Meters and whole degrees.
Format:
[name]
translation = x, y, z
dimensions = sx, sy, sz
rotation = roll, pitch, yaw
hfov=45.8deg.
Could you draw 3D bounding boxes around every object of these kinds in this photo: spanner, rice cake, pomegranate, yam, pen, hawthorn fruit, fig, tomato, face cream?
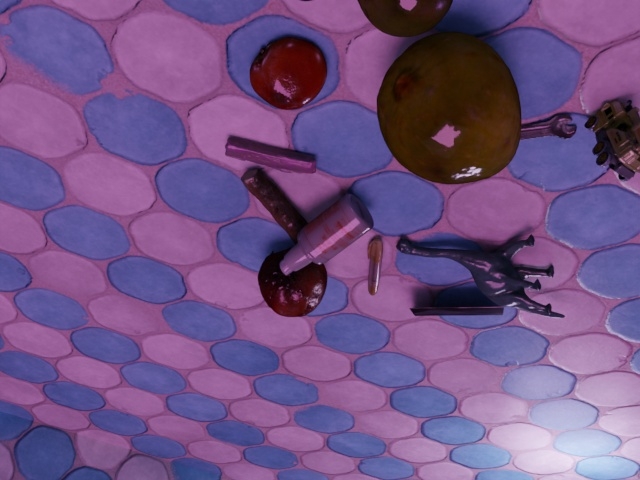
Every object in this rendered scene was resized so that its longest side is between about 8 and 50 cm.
[spanner]
translation = 0.367, -0.215, 1.556
dimensions = 0.301, 0.018, 0.071
rotation = -7, 139, 20
[rice cake]
translation = -0.107, -0.185, 1.660
dimensions = 0.206, 0.036, 0.047
rotation = 13, 151, -7
[pomegranate]
translation = 0.155, -0.415, 1.226
dimensions = 0.210, 0.179, 0.179
rotation = 9, 143, -21
[yam]
translation = -0.092, -0.071, 1.785
dimensions = 0.061, 0.061, 0.274
rotation = -16, 135, 27
[pen]
translation = 0.135, 0.069, 1.940
dimensions = 0.040, 0.032, 0.233
rotation = 25, 145, 17
[hawthorn fruit]
translation = -0.058, 0.120, 1.935
dimensions = 0.181, 0.181, 0.235
rotation = -7, 151, 18
[fig]
translation = 0.252, -0.220, 1.391
dimensions = 0.258, 0.258, 0.326
rotation = -21, 146, 32
[tomato]
translation = -0.064, -0.307, 1.456
dimensions = 0.139, 0.091, 0.159
rotation = 33, 133, -30
[face cream]
translation = 0.000, 0.000, 1.768
dimensions = 0.251, 0.101, 0.101
rotation = -37, 126, 21

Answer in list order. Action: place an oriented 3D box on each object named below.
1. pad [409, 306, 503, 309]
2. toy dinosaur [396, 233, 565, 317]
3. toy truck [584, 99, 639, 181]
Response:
[pad]
translation = 0.362, 0.189, 2.014
dimensions = 0.242, 0.004, 0.163
rotation = -2, 167, 12
[toy dinosaur]
translation = 0.402, 0.099, 1.899
dimensions = 0.330, 0.129, 0.383
rotation = -4, 143, 31
[toy truck]
translation = 0.571, -0.194, 1.428
dimensions = 0.077, 0.169, 0.100
rotation = 29, 131, -21
